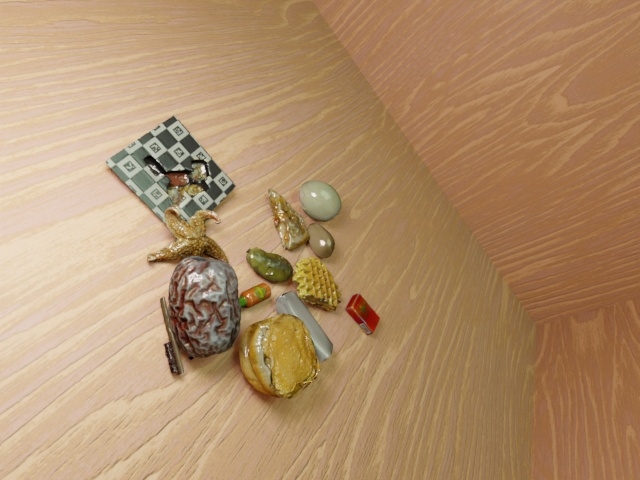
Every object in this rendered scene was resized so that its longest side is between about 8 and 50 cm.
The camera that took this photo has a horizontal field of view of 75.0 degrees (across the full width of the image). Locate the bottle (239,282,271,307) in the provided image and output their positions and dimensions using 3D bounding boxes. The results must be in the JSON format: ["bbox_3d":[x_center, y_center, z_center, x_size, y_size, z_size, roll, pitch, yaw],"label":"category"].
[{"bbox_3d":[-0.267,0.217,1.557,0.187,0.069,0.069,-24,85,-51],"label":"bottle"}]

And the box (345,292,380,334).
[{"bbox_3d":[0.203,0.352,2.000,0.175,0.048,0.112,51,40,-11],"label":"box"}]

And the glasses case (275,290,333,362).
[{"bbox_3d":[-0.068,0.343,1.678,0.308,0.083,0.128,54,25,4],"label":"glasses case"}]

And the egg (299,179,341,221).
[{"bbox_3d":[-0.009,-0.201,2.020,0.217,0.183,0.183,50,38,-28],"label":"egg"}]

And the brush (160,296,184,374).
[{"bbox_3d":[-0.473,0.295,1.298,0.036,0.043,0.247,-5,70,-42],"label":"brush"}]

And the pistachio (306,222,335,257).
[{"bbox_3d":[0.000,0.000,1.971,0.126,0.108,0.185,-18,70,-21],"label":"pistachio"}]

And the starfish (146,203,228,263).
[{"bbox_3d":[-0.443,0.025,1.448,0.312,0.113,0.303,-11,92,-52],"label":"starfish"}]

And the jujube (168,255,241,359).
[{"bbox_3d":[-0.361,0.208,1.309,0.226,0.226,0.316,-8,98,-50],"label":"jujube"}]

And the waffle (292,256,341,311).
[{"bbox_3d":[-0.007,0.198,1.823,0.283,0.065,0.309,59,28,-7],"label":"waffle"}]

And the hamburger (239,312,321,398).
[{"bbox_3d":[-0.147,0.412,1.485,0.319,0.158,0.318,28,47,-35],"label":"hamburger"}]

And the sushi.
[{"bbox_3d":[-0.541,-0.232,1.548,0.359,0.064,0.343,50,49,-19],"label":"sushi"}]

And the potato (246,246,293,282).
[{"bbox_3d":[-0.204,0.100,1.685,0.226,0.090,0.117,27,48,-35],"label":"potato"}]

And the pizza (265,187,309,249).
[{"bbox_3d":[-0.150,-0.104,1.896,0.189,0.071,0.296,-14,76,-50],"label":"pizza"}]
